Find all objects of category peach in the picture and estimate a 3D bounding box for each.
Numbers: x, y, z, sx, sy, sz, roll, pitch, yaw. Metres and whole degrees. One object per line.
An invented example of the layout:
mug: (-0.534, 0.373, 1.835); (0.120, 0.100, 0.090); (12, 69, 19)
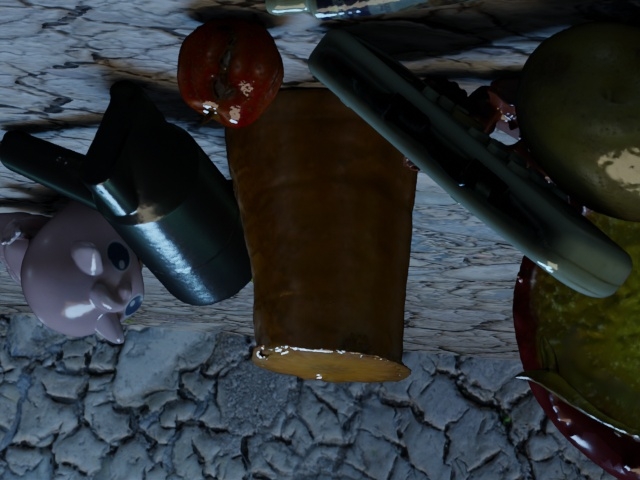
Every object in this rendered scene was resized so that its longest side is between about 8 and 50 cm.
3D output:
peach: (0.402, 0.101, 1.955); (0.406, 0.335, 0.310); (15, 175, 30)

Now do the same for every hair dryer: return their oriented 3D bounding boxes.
hair dryer: (-0.222, -0.070, 1.885); (0.302, 0.116, 0.244); (19, 159, 32)

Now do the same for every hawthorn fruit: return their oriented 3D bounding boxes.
hawthorn fruit: (-0.072, -0.130, 1.550); (0.093, 0.093, 0.093); (3, 170, 1)

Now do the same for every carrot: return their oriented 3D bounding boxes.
carrot: (0.000, 0.000, 1.817); (0.196, 0.254, 0.196); (2, 166, 0)

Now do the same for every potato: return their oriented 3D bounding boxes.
potato: (0.248, -0.089, 1.509); (0.174, 0.159, 0.251); (47, -173, 21)

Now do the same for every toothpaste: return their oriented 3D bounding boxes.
toothpaste: (0.066, -0.180, 1.378); (0.216, 0.037, 0.062); (-4, 167, 14)

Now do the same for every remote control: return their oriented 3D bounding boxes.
remote control: (0.117, -0.061, 1.526); (0.296, 0.056, 0.140); (42, -168, 31)

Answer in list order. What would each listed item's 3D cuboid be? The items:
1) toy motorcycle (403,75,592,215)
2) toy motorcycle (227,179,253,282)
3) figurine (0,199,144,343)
toy motorcycle: (0.170, -0.081, 1.669); (0.212, 0.118, 0.084); (3, 161, 2)
toy motorcycle: (-0.026, -0.006, 2.106); (0.206, 0.142, 0.342); (5, 171, -5)
figurine: (-0.307, 0.009, 2.371); (0.186, 0.176, 0.287); (-37, -151, -24)
